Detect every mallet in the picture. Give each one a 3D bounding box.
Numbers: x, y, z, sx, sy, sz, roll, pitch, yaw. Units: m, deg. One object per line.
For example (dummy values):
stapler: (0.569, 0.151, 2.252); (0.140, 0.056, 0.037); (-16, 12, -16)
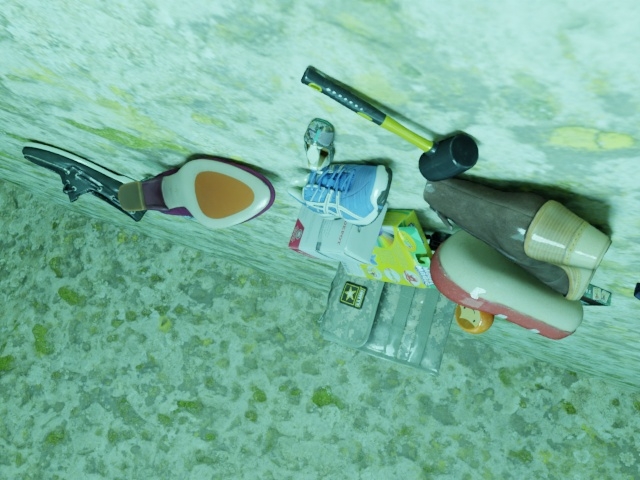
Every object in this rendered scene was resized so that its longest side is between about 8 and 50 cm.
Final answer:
mallet: (0.064, -0.114, 0.475); (0.189, 0.039, 0.062); (24, 165, -8)

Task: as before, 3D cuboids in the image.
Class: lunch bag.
lunch bag: (0.153, 0.148, 1.091); (0.286, 0.236, 0.169); (17, 175, 6)

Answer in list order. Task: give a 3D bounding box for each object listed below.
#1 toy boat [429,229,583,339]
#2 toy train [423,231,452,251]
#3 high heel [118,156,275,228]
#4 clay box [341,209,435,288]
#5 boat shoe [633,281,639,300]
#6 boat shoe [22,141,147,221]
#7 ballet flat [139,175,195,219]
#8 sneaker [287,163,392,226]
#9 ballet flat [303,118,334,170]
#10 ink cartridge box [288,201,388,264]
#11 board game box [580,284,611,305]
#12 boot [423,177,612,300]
toy boat: (0.262, 0.085, 0.721); (0.230, 0.151, 0.151); (23, 124, -16)
toy train: (0.163, -0.003, 0.845); (0.158, 0.036, 0.027); (12, 168, 31)
high heel: (-0.206, -0.100, 0.920); (0.376, 0.128, 0.181); (7, -166, 31)
clay box: (0.110, 0.010, 0.818); (0.221, 0.053, 0.128); (5, 130, 50)
boat shoe: (0.492, 0.063, 0.452); (0.340, 0.127, 0.158); (23, 178, 23)
boat shoe: (-0.617, -0.144, 1.248); (0.339, 0.113, 0.127); (24, 168, -28)
ballet flat: (-0.350, -0.103, 1.155); (0.188, 0.070, 0.070); (20, 170, -25)
sneaker: (0.022, -0.066, 0.652); (0.081, 0.080, 0.211); (20, 169, -25)
ballet flat: (-0.005, -0.110, 0.588); (0.041, 0.041, 0.114); (18, 170, 4)
ink cartridge box: (0.026, -0.024, 0.774); (0.063, 0.109, 0.150); (27, 166, -36)
board game box: (0.377, 0.067, 0.865); (0.259, 0.031, 0.136); (21, 171, -13)
boot: (0.252, -0.013, 0.610); (0.206, 0.090, 0.248); (29, 180, 29)
